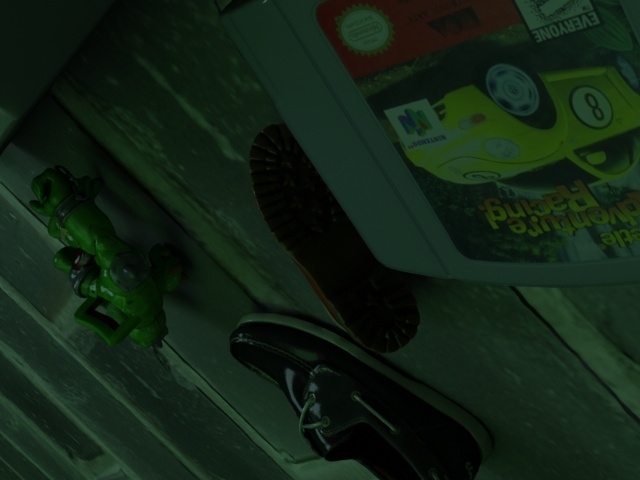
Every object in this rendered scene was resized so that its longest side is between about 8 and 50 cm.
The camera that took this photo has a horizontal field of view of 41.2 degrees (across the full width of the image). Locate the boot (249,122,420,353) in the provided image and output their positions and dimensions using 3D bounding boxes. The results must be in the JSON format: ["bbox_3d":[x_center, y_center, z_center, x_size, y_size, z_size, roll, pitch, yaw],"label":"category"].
[{"bbox_3d":[0.000,0.000,0.551,0.158,0.059,0.084,61,171,-4],"label":"boot"}]

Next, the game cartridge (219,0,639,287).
[{"bbox_3d":[0.095,-0.066,0.380,0.294,0.060,0.196,-9,127,50],"label":"game cartridge"}]

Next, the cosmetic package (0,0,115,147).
[{"bbox_3d":[-0.297,-0.134,0.577,0.217,0.156,0.385,39,151,-21],"label":"cosmetic package"}]

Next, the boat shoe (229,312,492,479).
[{"bbox_3d":[0.015,0.130,0.669,0.233,0.079,0.084,28,147,23],"label":"boat shoe"}]

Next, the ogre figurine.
[{"bbox_3d":[-0.183,0.028,0.740,0.118,0.097,0.197,42,138,21],"label":"ogre figurine"}]
